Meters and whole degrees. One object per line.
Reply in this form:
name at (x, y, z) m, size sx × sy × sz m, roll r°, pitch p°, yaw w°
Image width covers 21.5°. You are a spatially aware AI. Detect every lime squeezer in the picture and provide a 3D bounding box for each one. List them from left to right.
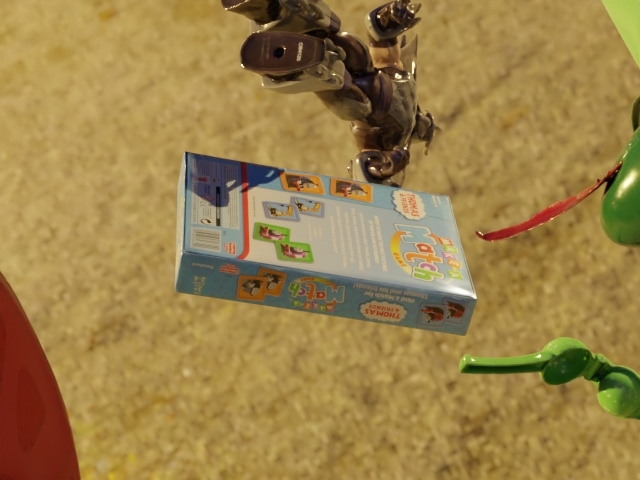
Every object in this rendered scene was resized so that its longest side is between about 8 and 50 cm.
lime squeezer at (0.282, 0.152, 1.695) m, size 0.059 × 0.310 × 0.110 m, roll -61°, pitch 11°, yaw 17°

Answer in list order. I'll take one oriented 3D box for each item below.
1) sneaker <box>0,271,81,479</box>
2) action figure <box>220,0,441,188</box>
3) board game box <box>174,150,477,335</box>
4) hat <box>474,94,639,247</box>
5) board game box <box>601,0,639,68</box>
sneaker at (-0.063, 0.103, 0.389) m, size 0.087 × 0.221 × 0.128 m, roll -20°, pitch 18°, yaw -31°
action figure at (0.032, -0.130, 1.420) m, size 0.099 × 0.285 × 0.185 m, roll -14°, pitch 67°, yaw 28°
board game box at (0.000, 0.000, 1.245) m, size 0.211 × 0.039 × 0.160 m, roll 9°, pitch 28°, yaw -8°
hat at (0.279, -0.019, 1.605) m, size 0.183 × 0.173 × 0.208 m, roll -31°, pitch -16°, yaw -10°
board game box at (0.147, -0.176, 0.567) m, size 0.213 × 0.046 × 0.317 m, roll -8°, pitch 59°, yaw -26°
